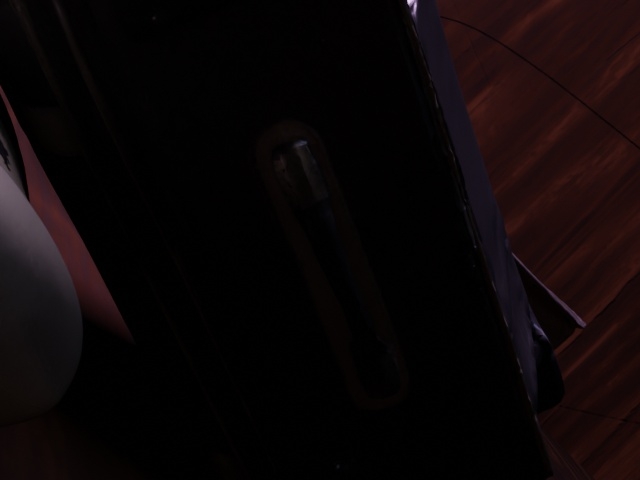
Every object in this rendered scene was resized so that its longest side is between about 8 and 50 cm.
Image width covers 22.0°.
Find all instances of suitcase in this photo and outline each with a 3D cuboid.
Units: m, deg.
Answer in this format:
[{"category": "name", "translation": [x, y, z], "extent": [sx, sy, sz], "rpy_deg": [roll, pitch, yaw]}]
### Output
[{"category": "suitcase", "translation": [-0.027, -0.059, 0.775], "extent": [0.283, 0.194, 0.434], "rpy_deg": [-109, 176, -53]}]

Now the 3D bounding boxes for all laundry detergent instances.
[{"category": "laundry detergent", "translation": [-0.152, -0.020, 0.568], "extent": [0.181, 0.091, 0.253], "rpy_deg": [55, -1, -30]}]

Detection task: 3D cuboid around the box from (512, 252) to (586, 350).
[{"category": "box", "translation": [0.000, 0.000, 1.156], "extent": [0.297, 0.190, 0.225], "rpy_deg": [43, 5, -47]}]
